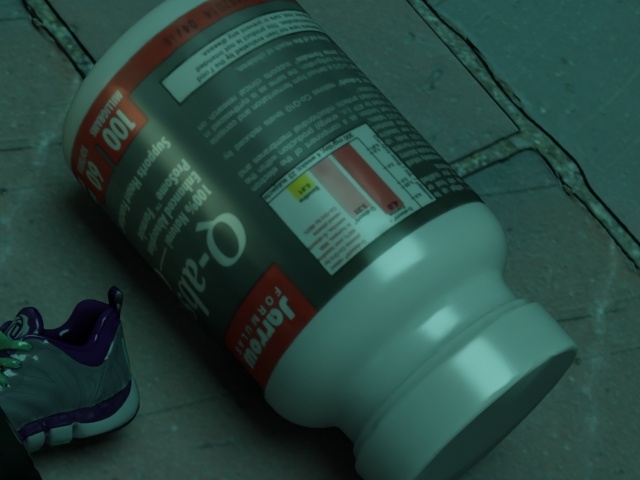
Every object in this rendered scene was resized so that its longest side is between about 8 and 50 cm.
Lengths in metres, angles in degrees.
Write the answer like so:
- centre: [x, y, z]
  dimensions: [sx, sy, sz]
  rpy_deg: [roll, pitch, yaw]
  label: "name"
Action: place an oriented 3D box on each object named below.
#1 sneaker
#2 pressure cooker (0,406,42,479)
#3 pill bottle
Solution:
- centre: [-0.221, 0.096, 1.157]
  dimensions: [0.224, 0.098, 0.083]
  rpy_deg: [-19, 25, -40]
  label: "sneaker"
- centre: [-0.364, 0.205, 0.797]
  dimensions: [0.370, 0.375, 0.420]
  rpy_deg: [32, 52, 21]
  label: "pressure cooker"
- centre: [0.000, 0.000, 1.265]
  dimensions: [0.210, 0.210, 0.363]
  rpy_deg: [-29, 69, -37]
  label: "pill bottle"
